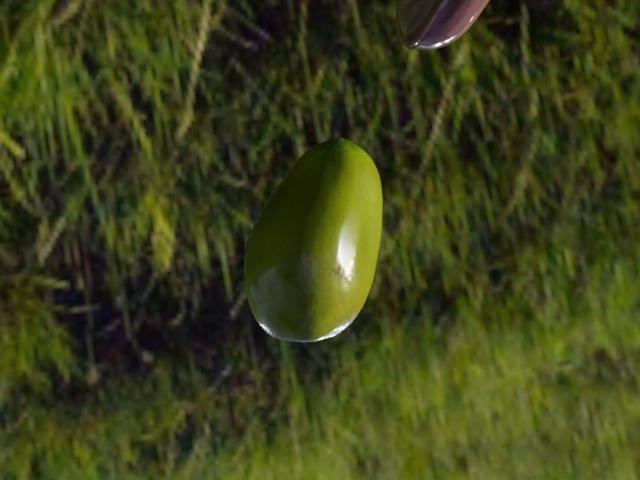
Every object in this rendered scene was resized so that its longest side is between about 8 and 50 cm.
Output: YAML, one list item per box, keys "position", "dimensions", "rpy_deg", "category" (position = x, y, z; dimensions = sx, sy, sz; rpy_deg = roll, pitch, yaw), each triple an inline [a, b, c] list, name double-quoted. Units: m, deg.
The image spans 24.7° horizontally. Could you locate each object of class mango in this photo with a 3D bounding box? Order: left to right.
- position: [0.002, 0.005, 1.117]
  dimensions: [0.089, 0.163, 0.117]
  rpy_deg: [6, 139, 32]
  category: "mango"

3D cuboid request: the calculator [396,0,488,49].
- position: [0.080, -0.224, 0.564]
  dimensions: [0.048, 0.330, 0.220]
  rpy_deg: [16, 149, -11]
  category: "calculator"
